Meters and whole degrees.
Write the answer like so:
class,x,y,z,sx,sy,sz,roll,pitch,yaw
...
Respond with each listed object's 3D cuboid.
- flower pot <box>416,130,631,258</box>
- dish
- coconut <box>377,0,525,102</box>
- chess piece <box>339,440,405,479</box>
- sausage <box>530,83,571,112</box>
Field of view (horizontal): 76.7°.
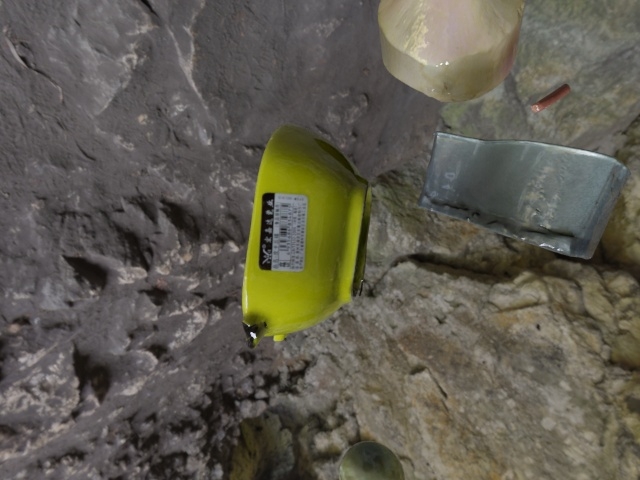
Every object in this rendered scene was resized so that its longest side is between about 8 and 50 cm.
class,x,y,z,sx,sy,sz,roll,pitch,yaw
flower pot,0.225,-0.063,0.495,0.103,0.229,0.108,9,102,-35
dish,0.000,0.000,0.480,0.221,0.108,0.262,53,46,-74
coconut,0.220,-0.366,0.690,0.259,0.259,0.259,-44,163,-18
chess piece,0.074,0.414,0.602,0.133,0.133,0.243,-27,119,-52
sausage,0.682,-0.419,1.192,0.147,0.030,0.035,-33,-176,-11
